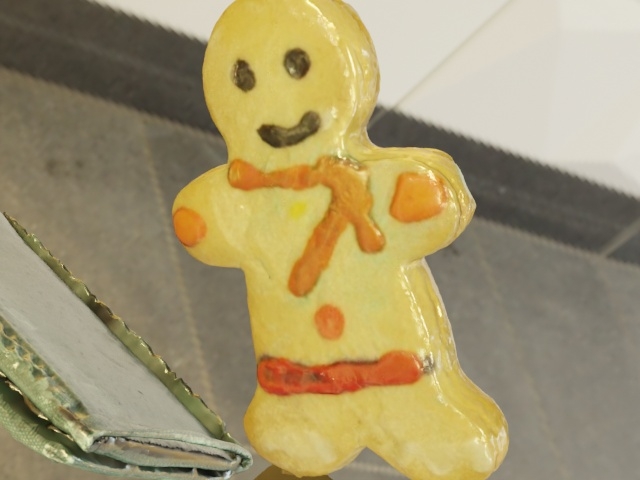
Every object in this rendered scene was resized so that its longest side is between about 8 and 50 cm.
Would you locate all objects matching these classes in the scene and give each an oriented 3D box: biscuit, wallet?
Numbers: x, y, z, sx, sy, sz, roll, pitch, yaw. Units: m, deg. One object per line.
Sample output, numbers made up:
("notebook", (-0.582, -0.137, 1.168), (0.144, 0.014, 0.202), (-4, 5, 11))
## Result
("biscuit", (0.000, 0.000, 0.732), (0.030, 0.153, 0.234), (-30, 113, -57))
("wallet", (-0.219, 0.057, 1.161), (0.342, 0.075, 0.237), (40, 9, 25))

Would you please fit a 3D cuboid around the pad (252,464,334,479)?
("pad", (-0.066, 0.430, 1.741), (0.375, 0.063, 0.315), (-37, 45, -20))
